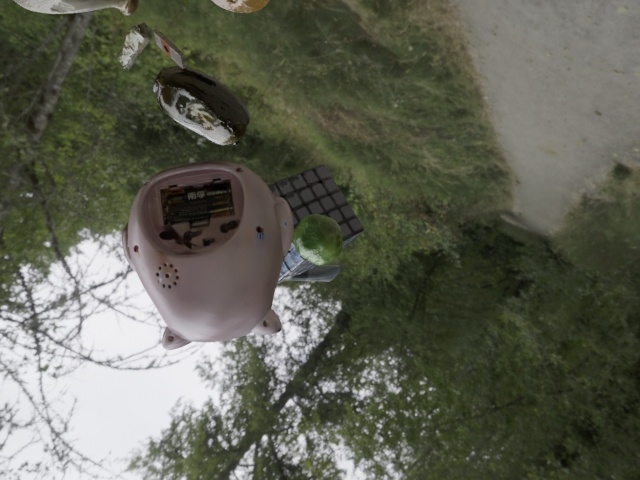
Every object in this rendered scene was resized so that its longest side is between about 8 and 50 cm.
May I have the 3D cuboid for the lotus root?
[{"bbox_3d":[-0.327,-0.383,1.312,0.274,0.152,0.160,28,153,-24],"label":"lotus root"}]

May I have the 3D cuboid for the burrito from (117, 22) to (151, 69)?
[{"bbox_3d":[-0.400,-0.407,0.992,0.041,0.149,0.055,40,-126,-23],"label":"burrito"}]

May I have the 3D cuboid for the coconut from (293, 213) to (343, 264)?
[{"bbox_3d":[0.000,0.000,0.833,0.096,0.088,0.088,23,-163,-17],"label":"coconut"}]

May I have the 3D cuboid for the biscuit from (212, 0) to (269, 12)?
[{"bbox_3d":[-0.291,-0.743,1.261,0.354,0.275,0.052,23,-116,-36],"label":"biscuit"}]

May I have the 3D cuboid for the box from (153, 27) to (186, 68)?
[{"bbox_3d":[-0.323,-0.412,1.006,0.083,0.012,0.046,44,163,4],"label":"box"}]

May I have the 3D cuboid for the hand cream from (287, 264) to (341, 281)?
[{"bbox_3d":[-0.032,0.111,1.567,0.255,0.079,0.048,4,-134,-47],"label":"hand cream"}]

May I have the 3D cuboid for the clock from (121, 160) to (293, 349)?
[{"bbox_3d":[-0.234,0.027,0.998,0.250,0.368,0.377,89,172,-80],"label":"clock"}]

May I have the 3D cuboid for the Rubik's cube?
[{"bbox_3d":[-0.061,-0.044,1.350,0.238,0.237,0.237,-25,-101,-34],"label":"Rubik's cube"}]

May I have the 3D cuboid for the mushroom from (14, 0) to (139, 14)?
[{"bbox_3d":[-0.694,-0.710,1.332,0.350,0.128,0.128,-16,-131,-39],"label":"mushroom"}]
